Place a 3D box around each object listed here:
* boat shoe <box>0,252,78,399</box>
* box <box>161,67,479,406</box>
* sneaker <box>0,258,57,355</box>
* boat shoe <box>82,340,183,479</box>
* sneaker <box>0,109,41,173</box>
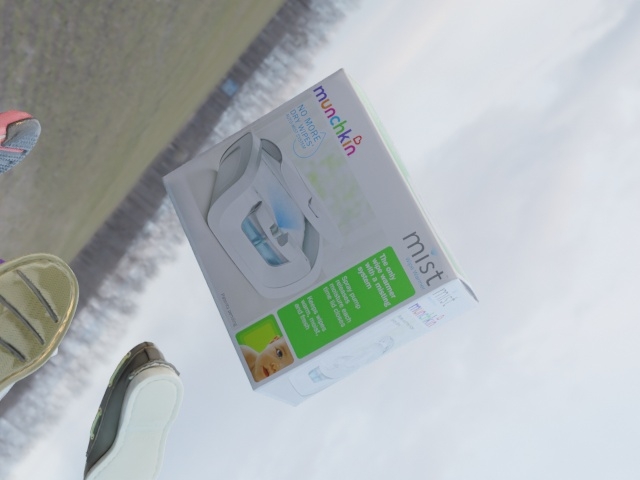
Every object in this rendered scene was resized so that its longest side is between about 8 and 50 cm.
[{"bbox_3d":[-0.359,0.128,0.954,0.103,0.113,0.302,-20,-153,43],"label":"boat shoe"},{"bbox_3d":[0.000,0.000,1.009,0.231,0.262,0.127,-30,157,10],"label":"box"},{"bbox_3d":[-0.510,0.109,1.411,0.282,0.102,0.161,-11,107,-55],"label":"sneaker"},{"bbox_3d":[-0.287,0.287,1.435,0.091,0.109,0.305,55,-52,46],"label":"boat shoe"},{"bbox_3d":[-0.504,-0.124,1.185,0.314,0.136,0.116,-17,178,3],"label":"sneaker"}]
